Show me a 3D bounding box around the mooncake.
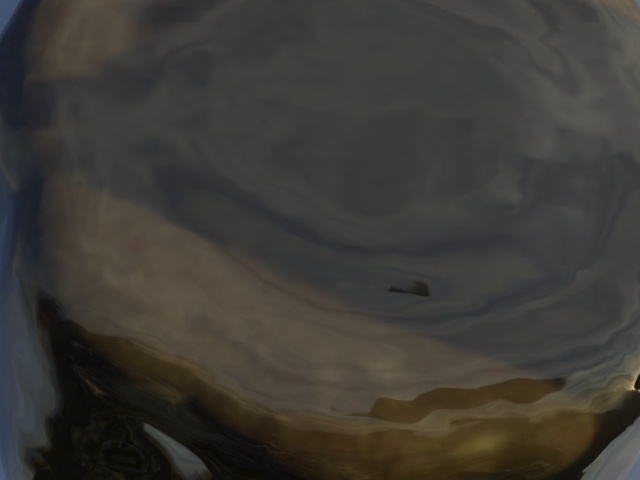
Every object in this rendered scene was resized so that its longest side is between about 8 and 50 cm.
[{"bbox_3d":[0.000,0.000,0.725,0.306,0.306,0.154,11,-42,-8],"label":"mooncake"}]
